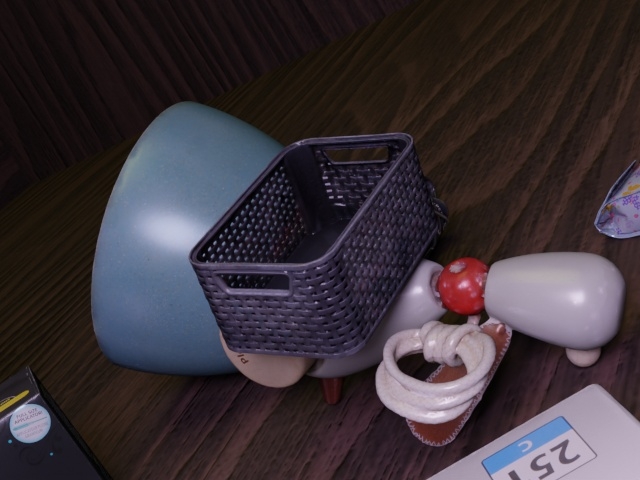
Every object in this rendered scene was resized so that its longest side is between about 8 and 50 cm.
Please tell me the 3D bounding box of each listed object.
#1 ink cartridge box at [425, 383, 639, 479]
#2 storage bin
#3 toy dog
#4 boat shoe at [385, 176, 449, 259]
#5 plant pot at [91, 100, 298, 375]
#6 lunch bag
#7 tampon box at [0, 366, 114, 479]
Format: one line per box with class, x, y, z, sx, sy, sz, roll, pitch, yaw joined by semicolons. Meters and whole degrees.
ink cartridge box;0.082;0.218;0.543;0.296;0.066;0.261;-31;17;0
storage bin;0.000;0.000;0.789;0.122;0.084;0.180;0;34;32
toy dog;0.076;0.085;0.852;0.220;0.161;0.334;-37;33;-27
boat shoe;0.106;-0.023;1.155;0.076;0.080;0.228;-29;10;12
plant pot;-0.078;0.019;1.082;0.195;0.290;0.290;15;35;14
lunch bag;0.290;-0.041;0.934;0.071;0.053;0.083;-42;12;-36
tampon box;-0.265;0.220;0.942;0.120;0.161;0.101;-35;18;-13
